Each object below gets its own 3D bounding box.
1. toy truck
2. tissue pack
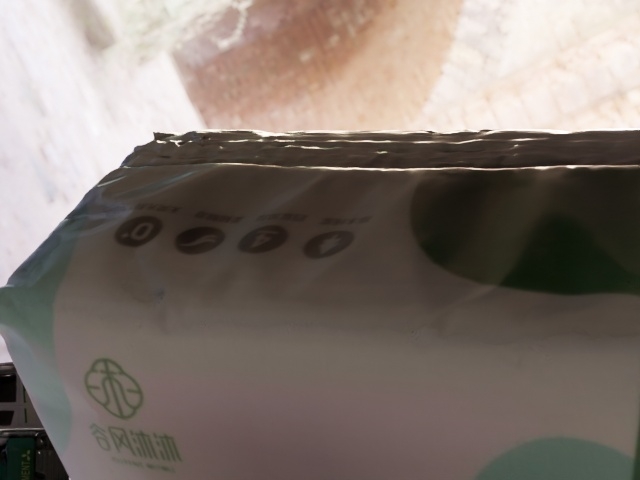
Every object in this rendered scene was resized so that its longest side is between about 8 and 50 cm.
[{"bbox_3d":[-0.251,0.204,1.133,0.110,0.116,0.216,120,-31,-63],"label":"toy truck"},{"bbox_3d":[0.066,0.089,0.647,0.194,0.356,0.266,-57,138,-45],"label":"tissue pack"}]
